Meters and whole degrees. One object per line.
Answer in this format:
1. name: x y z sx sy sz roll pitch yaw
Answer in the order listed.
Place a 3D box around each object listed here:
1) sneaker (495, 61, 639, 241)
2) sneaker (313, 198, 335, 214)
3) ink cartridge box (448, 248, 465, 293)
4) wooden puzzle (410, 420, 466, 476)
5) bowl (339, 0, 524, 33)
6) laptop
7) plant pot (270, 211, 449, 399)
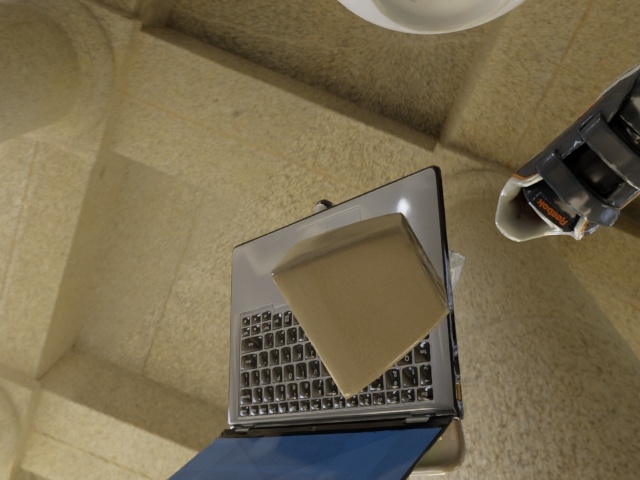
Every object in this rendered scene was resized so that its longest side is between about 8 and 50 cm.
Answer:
1. sneaker: 0.320 -0.083 0.752 0.126 0.321 0.127 44 -116 4
2. sneaker: 0.000 0.000 0.856 0.040 0.043 0.109 19 -66 37
3. ink cartridge box: 0.099 0.103 1.029 0.045 0.223 0.224 24 -94 -40
4. wooden puzzle: 0.070 0.152 0.766 0.044 0.239 0.221 9 -24 -29
5. bowl: 0.107 -0.286 0.583 0.297 0.134 0.298 1 -30 1
6. laptop: -0.075 0.138 0.692 0.382 0.236 0.408 -20 -115 45
7. plant pot: 0.039 0.036 0.505 0.096 0.109 0.109 -30 -85 12
